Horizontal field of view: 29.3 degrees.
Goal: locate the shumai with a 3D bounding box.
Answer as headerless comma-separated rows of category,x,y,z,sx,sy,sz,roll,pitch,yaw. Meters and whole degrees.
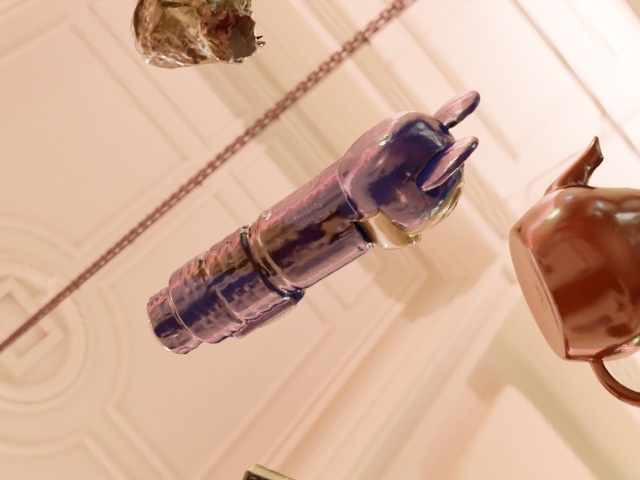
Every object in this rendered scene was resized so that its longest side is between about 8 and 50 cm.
shumai,-0.099,-0.186,1.071,0.099,0.124,0.087,22,-154,-48

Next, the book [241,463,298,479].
book,0.056,0.400,1.171,0.371,0.260,0.043,22,-178,4

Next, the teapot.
teapot,0.182,0.019,0.746,0.116,0.116,0.173,-3,-116,-43

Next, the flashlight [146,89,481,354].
flashlight,0.000,0.000,0.363,0.035,0.121,0.057,49,-157,-17
